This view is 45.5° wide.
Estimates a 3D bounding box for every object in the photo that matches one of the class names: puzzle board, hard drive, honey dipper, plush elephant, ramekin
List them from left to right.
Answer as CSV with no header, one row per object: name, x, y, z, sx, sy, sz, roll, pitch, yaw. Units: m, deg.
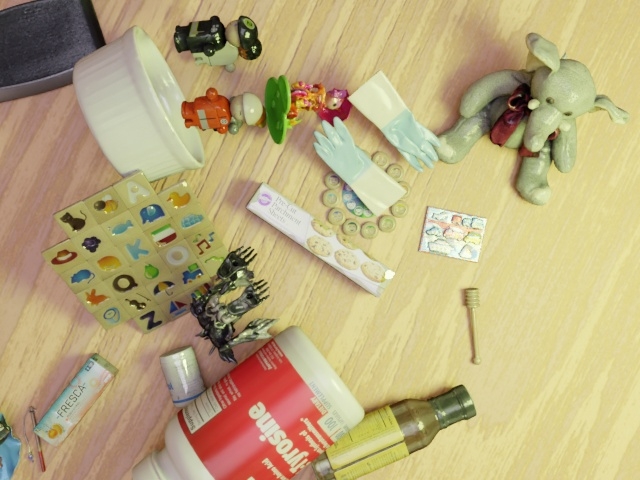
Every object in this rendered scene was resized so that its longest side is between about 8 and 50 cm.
hard drive,-0.548,-0.374,1.466,0.255,0.054,0.172,-18,94,-4
ramekin,-0.329,-0.234,1.389,0.135,0.277,0.277,-23,94,4
puzzle board,0.274,-0.012,1.576,0.128,0.011,0.096,11,91,-5
honey dipper,0.319,0.179,1.580,0.030,0.030,0.160,-5,95,-5
plush elephant,0.420,-0.246,1.455,0.272,0.255,0.330,32,89,-6

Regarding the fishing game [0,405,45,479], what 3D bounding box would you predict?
fishing game,-0.684,0.413,1.496,0.264,0.041,0.189,-9,93,-7

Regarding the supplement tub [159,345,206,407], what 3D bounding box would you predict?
supplement tub,-0.271,0.269,1.511,0.071,0.071,0.107,-18,93,-4

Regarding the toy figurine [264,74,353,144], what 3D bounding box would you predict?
toy figurine,-0.011,-0.268,1.478,0.159,0.173,0.130,-9,76,-18

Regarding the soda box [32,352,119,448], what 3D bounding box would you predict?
soda box,-0.479,0.314,1.501,0.063,0.058,0.183,39,88,-5

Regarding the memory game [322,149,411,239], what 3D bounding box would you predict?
memory game,0.095,-0.094,1.556,0.186,0.012,0.186,0,92,-5

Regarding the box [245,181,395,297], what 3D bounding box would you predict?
box,0.000,0.000,1.526,0.324,0.063,0.067,35,88,-5

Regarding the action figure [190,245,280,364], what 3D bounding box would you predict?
action figure,-0.159,0.129,1.445,0.141,0.275,0.164,-22,71,-29

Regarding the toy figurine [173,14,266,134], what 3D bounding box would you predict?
toy figurine,-0.173,-0.303,1.424,0.148,0.209,0.213,-5,93,5

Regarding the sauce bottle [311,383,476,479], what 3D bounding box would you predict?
sauce bottle,0.145,0.388,1.533,0.344,0.111,0.111,-21,94,-4

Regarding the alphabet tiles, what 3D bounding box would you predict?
alphabet tiles,-0.330,0.033,1.424,0.285,0.011,0.342,-28,132,-3

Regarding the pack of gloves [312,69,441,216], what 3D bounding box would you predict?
pack of gloves,0.110,-0.191,1.499,0.195,0.046,0.232,-40,115,10

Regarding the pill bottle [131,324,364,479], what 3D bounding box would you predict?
pill bottle,-0.139,0.367,1.438,0.408,0.229,0.229,-38,95,-6

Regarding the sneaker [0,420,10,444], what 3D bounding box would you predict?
sneaker,-0.659,0.298,1.444,0.180,0.124,0.321,22,90,-2
